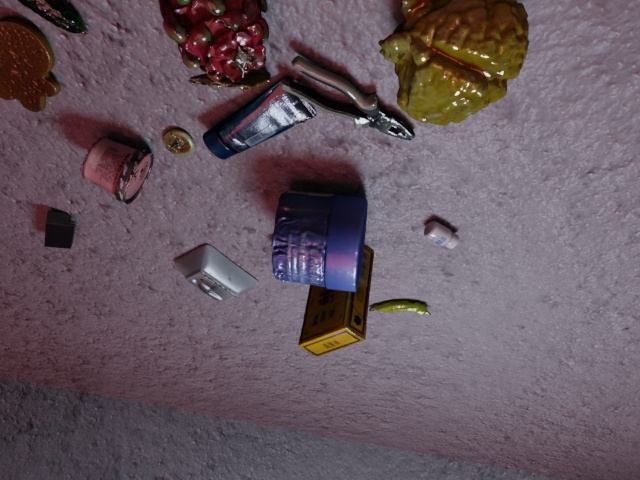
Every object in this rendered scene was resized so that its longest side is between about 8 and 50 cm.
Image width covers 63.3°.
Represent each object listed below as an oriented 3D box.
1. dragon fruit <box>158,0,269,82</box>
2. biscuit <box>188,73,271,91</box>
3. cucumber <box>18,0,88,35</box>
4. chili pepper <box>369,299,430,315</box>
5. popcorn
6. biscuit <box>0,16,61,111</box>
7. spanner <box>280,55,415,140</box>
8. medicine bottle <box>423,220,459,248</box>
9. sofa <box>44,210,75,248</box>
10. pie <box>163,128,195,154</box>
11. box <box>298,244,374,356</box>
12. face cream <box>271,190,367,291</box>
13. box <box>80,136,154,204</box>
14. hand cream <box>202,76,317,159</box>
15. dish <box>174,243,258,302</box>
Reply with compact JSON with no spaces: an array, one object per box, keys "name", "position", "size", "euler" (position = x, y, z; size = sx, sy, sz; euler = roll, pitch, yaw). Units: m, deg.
[{"name":"dragon fruit","position":[-0.194,-0.427,0.925],"size":[0.198,0.218,0.272],"euler":[32,153,42]},{"name":"biscuit","position":[-0.185,-0.328,1.062],"size":[0.144,0.203,0.016],"euler":[8,113,6]},{"name":"cucumber","position":[-0.597,-0.512,1.029],"size":[0.068,0.067,0.293],"euler":[-25,130,35]},{"name":"chili pepper","position":[0.262,0.221,1.731],"size":[0.208,0.043,0.049],"euler":[2,165,17]},{"name":"popcorn","position":[0.236,-0.335,0.932],"size":[0.258,0.224,0.270],"euler":[0,146,24]},{"name":"biscuit","position":[-0.688,-0.403,1.198],"size":[0.180,0.039,0.236],"euler":[26,137,-15]},{"name":"spanner","position":[0.072,-0.300,1.145],"size":[0.325,0.040,0.095],"euler":[23,140,-18]},{"name":"medicine bottle","position":[0.330,-0.014,1.419],"size":[0.089,0.052,0.052],"euler":[26,138,-18]},{"name":"sofa","position":[-0.833,-0.036,1.665],"size":[0.085,0.060,0.147],"euler":[9,144,-24]},{"name":"pie","position":[-0.361,-0.248,1.322],"size":[0.084,0.021,0.084],"euler":[6,140,5]},{"name":"box","position":[0.050,0.166,1.501],"size":[0.084,0.301,0.193],"euler":[35,136,-27]},{"name":"face cream","position":[0.000,0.000,1.358],"size":[0.225,0.249,0.249],"euler":[6,140,9]},{"name":"box","position":[-0.527,-0.186,1.340],"size":[0.135,0.151,0.151],"euler":[24,139,-4]},{"name":"hand cream","position":[-0.150,-0.275,1.220],"size":[0.271,0.061,0.120],"euler":[-22,132,27]},{"name":"dish","position":[-0.352,0.131,1.729],"size":[0.182,0.080,0.243],"euler":[-24,129,35]}]
